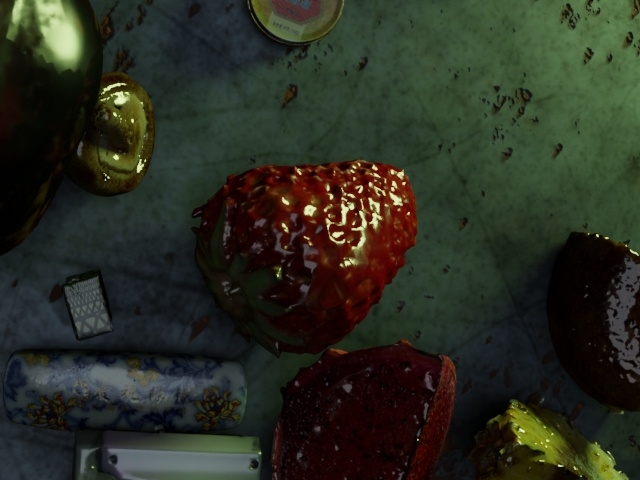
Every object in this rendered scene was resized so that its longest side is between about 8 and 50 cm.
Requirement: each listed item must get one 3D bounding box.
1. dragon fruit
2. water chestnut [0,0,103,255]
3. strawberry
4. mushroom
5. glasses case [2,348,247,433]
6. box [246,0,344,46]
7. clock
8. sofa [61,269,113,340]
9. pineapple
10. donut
[{"bbox_3d":[0.051,0.225,1.045,0.189,0.163,0.261,18,92,-40],"label":"dragon fruit"},{"bbox_3d":[-0.354,-0.145,0.841,0.302,0.350,0.350,12,89,-30],"label":"water chestnut"},{"bbox_3d":[0.000,0.000,1.022,0.244,0.205,0.205,-32,98,-31],"label":"strawberry"},{"bbox_3d":[-0.211,-0.105,0.994,0.087,0.127,0.127,9,90,32],"label":"mushroom"},{"bbox_3d":[-0.201,0.157,1.024,0.248,0.065,0.086,3,97,-12],"label":"glasses case"},{"bbox_3d":[-0.028,-0.262,1.062,0.106,0.037,0.105,0,91,-12],"label":"box"},{"bbox_3d":[-0.163,0.308,1.001,0.186,0.083,0.253,4,106,-12],"label":"clock"},{"bbox_3d":[-0.233,0.062,0.988,0.039,0.118,0.060,-14,95,-12],"label":"sofa"},{"bbox_3d":[0.243,0.237,1.089,0.233,0.135,0.079,27,115,-31],"label":"pineapple"},{"bbox_3d":[0.326,0.099,1.107,0.144,0.126,0.186,21,88,-4],"label":"donut"}]
